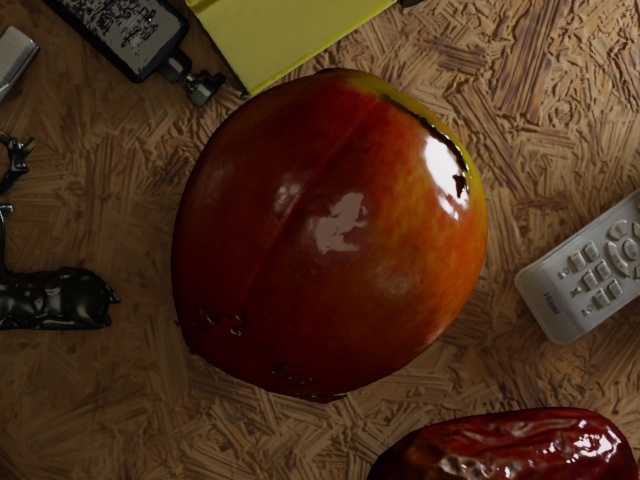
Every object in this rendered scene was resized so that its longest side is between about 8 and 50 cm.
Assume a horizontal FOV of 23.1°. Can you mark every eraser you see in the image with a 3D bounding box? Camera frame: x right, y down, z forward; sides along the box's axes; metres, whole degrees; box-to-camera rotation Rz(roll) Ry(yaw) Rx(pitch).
[{"bbox_3d":[-0.040,-0.289,1.848,0.226,0.069,0.158,-33,93,-5],"label":"eraser"}]

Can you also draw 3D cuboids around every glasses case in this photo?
[{"bbox_3d":[-0.402,-0.154,1.812,0.047,0.071,0.205,36,87,-9],"label":"glasses case"}]

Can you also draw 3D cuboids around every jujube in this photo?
[{"bbox_3d":[0.206,0.299,1.817,0.318,0.223,0.223,-16,93,-15],"label":"jujube"}]

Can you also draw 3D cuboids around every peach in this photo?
[{"bbox_3d":[0.000,0.000,1.719,0.370,0.370,0.369,0,91,-6],"label":"peach"}]

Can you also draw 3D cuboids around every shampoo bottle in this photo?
[{"bbox_3d":[-0.243,-0.270,1.825,0.309,0.071,0.098,42,86,-5],"label":"shampoo bottle"}]

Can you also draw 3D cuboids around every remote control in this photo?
[{"bbox_3d":[0.381,0.000,1.911,0.313,0.055,0.109,-34,100,-9],"label":"remote control"}]

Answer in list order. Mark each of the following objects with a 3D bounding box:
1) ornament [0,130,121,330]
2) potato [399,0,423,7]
[{"bbox_3d":[-0.334,-0.012,1.817,0.202,0.080,0.236,0,91,-2],"label":"ornament"},{"bbox_3d":[0.100,-0.339,1.859,0.066,0.096,0.103,-29,82,3],"label":"potato"}]
